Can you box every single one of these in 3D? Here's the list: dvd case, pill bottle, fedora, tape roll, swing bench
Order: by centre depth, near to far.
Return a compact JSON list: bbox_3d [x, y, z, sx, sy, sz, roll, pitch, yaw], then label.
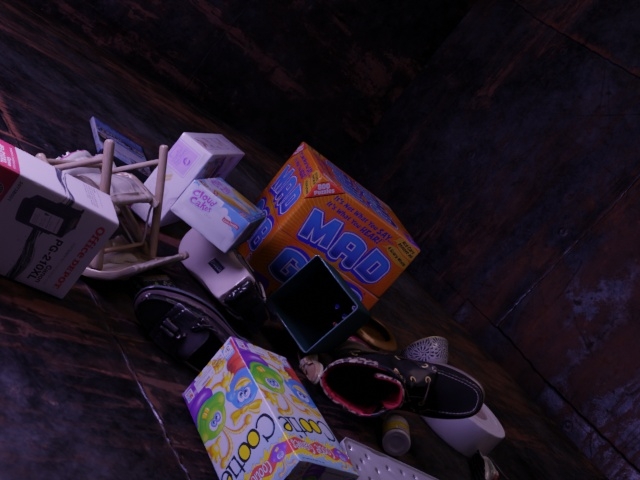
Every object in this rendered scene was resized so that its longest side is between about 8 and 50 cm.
[{"bbox_3d":[-0.396,-0.053,1.465,0.253,0.165,0.255,-19,100,-78],"label":"swing bench"},{"bbox_3d":[0.173,0.442,1.733,0.065,0.065,0.116,39,11,-3],"label":"pill bottle"},{"bbox_3d":[-0.568,-0.256,2.153,0.180,0.022,0.253,34,12,-34],"label":"dvd case"},{"bbox_3d":[0.391,0.494,2.164,0.286,0.100,0.286,39,11,-9],"label":"tape roll"},{"bbox_3d":[0.135,0.282,2.207,0.194,0.079,0.194,34,17,-12],"label":"fedora"}]

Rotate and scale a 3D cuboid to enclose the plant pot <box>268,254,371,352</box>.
[{"bbox_3d":[0.020,0.170,1.823,0.165,0.165,0.234,52,8,24],"label":"plant pot"}]

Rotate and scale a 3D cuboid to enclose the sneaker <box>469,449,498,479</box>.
[{"bbox_3d":[0.439,0.609,1.975,0.075,0.057,0.161,34,8,0],"label":"sneaker"}]

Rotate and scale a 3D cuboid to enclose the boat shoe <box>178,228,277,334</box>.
[{"bbox_3d":[-0.218,0.091,1.759,0.158,0.127,0.340,58,-6,-37],"label":"boat shoe"}]

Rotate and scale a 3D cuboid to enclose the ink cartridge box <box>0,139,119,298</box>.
[{"bbox_3d":[-0.470,-0.034,1.199,0.237,0.172,0.100,31,14,-39],"label":"ink cartridge box"}]

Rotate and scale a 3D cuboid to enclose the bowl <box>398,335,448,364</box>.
[{"bbox_3d":[0.327,0.375,2.298,0.170,0.170,0.080,29,30,-44],"label":"bowl"}]

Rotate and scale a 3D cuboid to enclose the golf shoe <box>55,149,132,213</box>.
[{"bbox_3d":[-0.492,-0.117,1.630,0.140,0.115,0.306,44,12,3],"label":"golf shoe"}]

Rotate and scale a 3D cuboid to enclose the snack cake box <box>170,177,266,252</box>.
[{"bbox_3d":[-0.223,-0.063,1.703,0.152,0.089,0.264,40,7,-1],"label":"snack cake box"}]

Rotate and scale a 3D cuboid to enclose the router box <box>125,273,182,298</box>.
[{"bbox_3d":[-0.316,0.111,1.491,0.092,0.038,0.122,43,11,15],"label":"router box"}]

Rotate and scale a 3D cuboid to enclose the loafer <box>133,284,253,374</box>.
[{"bbox_3d":[-0.209,0.191,1.369,0.302,0.109,0.095,39,15,-22],"label":"loafer"}]

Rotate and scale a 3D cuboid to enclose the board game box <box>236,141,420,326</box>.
[{"bbox_3d":[0.000,0.000,2.151,0.356,0.356,0.356,36,12,-21],"label":"board game box"}]

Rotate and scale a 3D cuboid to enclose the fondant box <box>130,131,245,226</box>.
[{"bbox_3d":[-0.341,-0.163,1.965,0.096,0.238,0.330,40,11,1],"label":"fondant box"}]

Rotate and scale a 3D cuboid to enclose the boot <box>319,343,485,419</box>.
[{"bbox_3d":[0.184,0.336,1.711,0.377,0.138,0.284,18,1,12],"label":"boot"}]

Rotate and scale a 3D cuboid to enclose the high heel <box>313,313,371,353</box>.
[{"bbox_3d":[0.033,0.250,2.001,0.244,0.082,0.117,18,29,-31],"label":"high heel"}]

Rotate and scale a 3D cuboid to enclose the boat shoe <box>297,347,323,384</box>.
[{"bbox_3d":[-0.028,0.288,1.736,0.045,0.050,0.135,28,8,-17],"label":"boat shoe"}]

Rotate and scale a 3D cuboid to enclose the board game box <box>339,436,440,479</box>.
[{"bbox_3d":[0.202,0.558,1.283,0.390,0.050,0.390,33,21,-32],"label":"board game box"}]

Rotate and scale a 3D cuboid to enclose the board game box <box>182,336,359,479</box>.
[{"bbox_3d":[-0.086,0.308,1.199,0.144,0.142,0.275,30,15,-42],"label":"board game box"}]
